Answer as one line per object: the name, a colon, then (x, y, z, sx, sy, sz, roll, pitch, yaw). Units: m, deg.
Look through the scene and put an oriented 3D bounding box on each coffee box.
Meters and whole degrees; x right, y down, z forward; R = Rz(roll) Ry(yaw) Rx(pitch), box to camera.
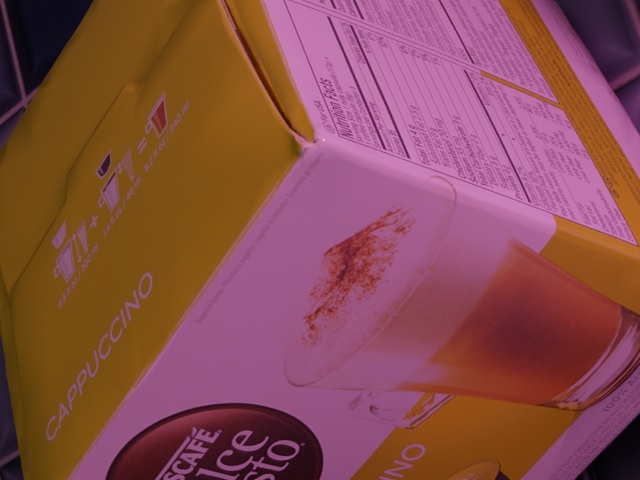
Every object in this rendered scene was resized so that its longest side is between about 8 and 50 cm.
coffee box: (0.000, 0.000, 1.140, 0.338, 0.334, 0.338, -53, 36, 28)
